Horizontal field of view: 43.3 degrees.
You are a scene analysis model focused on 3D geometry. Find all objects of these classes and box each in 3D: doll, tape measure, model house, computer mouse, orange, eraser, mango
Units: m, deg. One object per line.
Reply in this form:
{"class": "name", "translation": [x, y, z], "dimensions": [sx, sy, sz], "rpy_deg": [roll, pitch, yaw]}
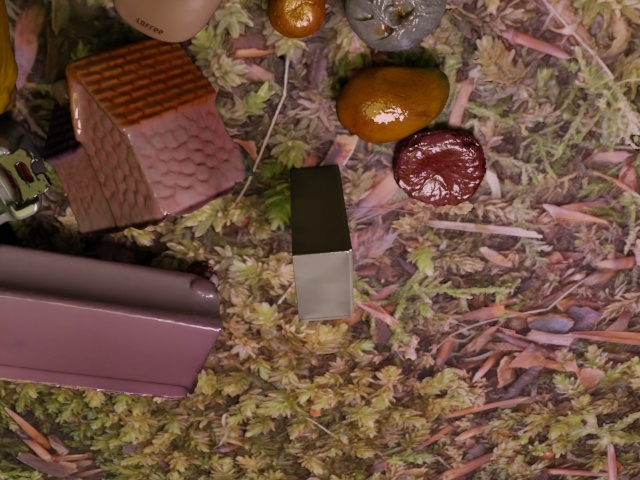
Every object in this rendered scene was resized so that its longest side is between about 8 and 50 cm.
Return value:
{"class": "doll", "translation": [-0.217, 0.073, 1.405], "dimensions": [0.085, 0.040, 0.058], "rpy_deg": [-19, 136, 10]}
{"class": "tape measure", "translation": [-0.490, -0.078, 1.097], "dimensions": [0.246, 0.243, 0.125], "rpy_deg": [-25, 111, -8]}
{"class": "model house", "translation": [-0.260, -0.153, 1.152], "dimensions": [0.237, 0.202, 0.237], "rpy_deg": [-6, 110, 47]}
{"class": "computer mouse", "translation": [-0.181, -0.364, 1.046], "dimensions": [0.145, 0.082, 0.236], "rpy_deg": [27, 122, -21]}
{"class": "orange", "translation": [-0.032, -0.317, 1.098], "dimensions": [0.083, 0.070, 0.083], "rpy_deg": [0, 115, 0]}
{"class": "eraser", "translation": [-0.370, 0.149, 1.357], "dimensions": [0.359, 0.122, 0.272], "rpy_deg": [9, 137, -19]}
{"class": "mango", "translation": [0.105, -0.200, 1.188], "dimensions": [0.165, 0.089, 0.115], "rpy_deg": [-2, 118, -6]}

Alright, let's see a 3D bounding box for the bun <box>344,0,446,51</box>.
{"class": "bun", "translation": [0.102, -0.319, 1.097], "dimensions": [0.140, 0.083, 0.141], "rpy_deg": [-3, 130, -3]}

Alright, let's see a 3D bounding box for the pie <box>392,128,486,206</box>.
{"class": "pie", "translation": [0.189, -0.114, 1.285], "dimensions": [0.153, 0.038, 0.154], "rpy_deg": [0, 127, 0]}

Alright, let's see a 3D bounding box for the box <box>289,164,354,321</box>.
{"class": "box", "translation": [0.000, 0.000, 1.243], "dimensions": [0.086, 0.225, 0.130], "rpy_deg": [-5, 128, -1]}

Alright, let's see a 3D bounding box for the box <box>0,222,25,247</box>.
{"class": "box", "translation": [-0.636, -0.048, 1.275], "dimensions": [0.211, 0.058, 0.350], "rpy_deg": [-15, 127, 9]}

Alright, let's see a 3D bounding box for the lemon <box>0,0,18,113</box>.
{"class": "lemon", "translation": [-0.540, -0.251, 0.948], "dimensions": [0.350, 0.350, 0.387], "rpy_deg": [-42, 142, 25]}
